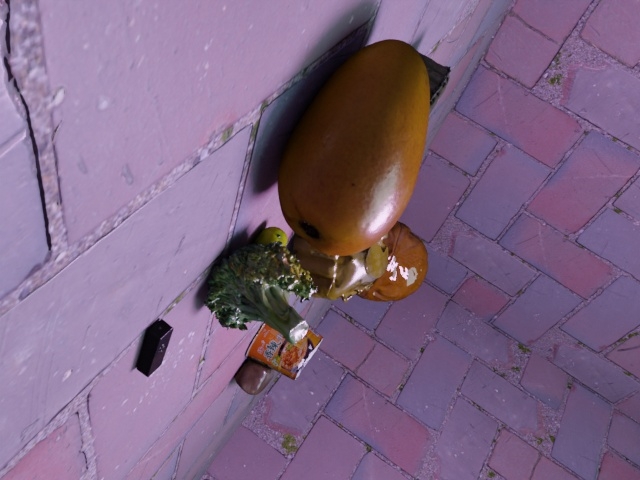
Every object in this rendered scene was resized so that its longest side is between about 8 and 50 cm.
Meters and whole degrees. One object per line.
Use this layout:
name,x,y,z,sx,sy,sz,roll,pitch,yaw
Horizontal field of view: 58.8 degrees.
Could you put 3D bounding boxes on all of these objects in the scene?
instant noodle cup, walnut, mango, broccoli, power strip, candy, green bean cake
instant noodle cup,-0.111,0.344,1.895,0.230,0.182,0.230,-55,172,-11
walnut,0.214,0.071,2.089,0.398,0.353,0.308,113,-4,-80
mango,-0.109,0.019,1.128,0.073,0.056,0.108,-34,159,-55
broccoli,-0.092,0.108,1.032,0.219,0.194,0.194,-20,148,-40
power strip,-0.266,0.174,0.912,0.038,0.029,0.111,-46,166,-51
candy,-0.226,0.472,1.996,0.104,0.102,0.234,-56,170,-6
mango,0.067,-0.159,0.947,0.378,0.221,0.264,-66,167,-4
green bean cake,0.070,0.011,1.500,0.310,0.201,0.285,-17,116,-63
green bean cake,0.195,-0.307,1.399,0.241,0.132,0.255,-54,172,-42
